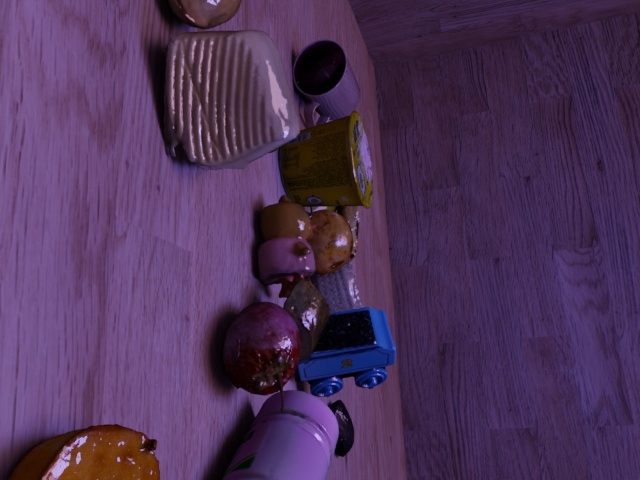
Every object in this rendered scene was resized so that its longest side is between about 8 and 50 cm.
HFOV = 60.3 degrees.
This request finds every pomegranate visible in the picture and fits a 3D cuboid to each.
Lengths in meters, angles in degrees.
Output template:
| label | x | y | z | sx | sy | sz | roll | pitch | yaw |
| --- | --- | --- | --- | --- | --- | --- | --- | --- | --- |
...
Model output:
| label | x | y | z | sx | sy | sz | roll | pitch | yaw |
| --- | --- | --- | --- | --- | --- | --- | --- | --- | --- |
| pomegranate | 0.000 | 0.000 | 1.781 | 0.215 | 0.215 | 0.216 | -7 | 90 | -74 |

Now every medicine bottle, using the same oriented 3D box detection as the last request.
| label | x | y | z | sx | sy | sz | roll | pitch | yaw |
| --- | --- | --- | --- | --- | --- | --- | --- | --- | --- |
| medicine bottle | -0.091 | 0.505 | 1.199 | 0.325 | 0.211 | 0.212 | -59 | 138 | -65 |

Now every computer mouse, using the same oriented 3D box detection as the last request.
| label | x | y | z | sx | sy | sz | roll | pitch | yaw |
| --- | --- | --- | --- | --- | --- | --- | --- | --- | --- |
| computer mouse | 0.078 | 0.671 | 1.954 | 0.122 | 0.073 | 0.217 | -66 | 144 | -60 |

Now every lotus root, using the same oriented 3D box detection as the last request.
| label | x | y | z | sx | sy | sz | roll | pitch | yaw |
| --- | --- | --- | --- | --- | --- | --- | --- | --- | --- |
| lotus root | -0.059 | 0.222 | 1.443 | 0.119 | 0.138 | 0.235 | -66 | 176 | -47 |

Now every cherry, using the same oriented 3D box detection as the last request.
| label | x | y | z | sx | sy | sz | roll | pitch | yaw |
| --- | --- | --- | --- | --- | --- | --- | --- | --- | --- |
| cherry | -0.130 | 0.234 | 1.254 | 0.250 | 0.175 | 0.192 | -92 | 177 | -58 |

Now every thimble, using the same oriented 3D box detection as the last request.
| label | x | y | z | sx | sy | sz | roll | pitch | yaw |
| --- | --- | --- | --- | --- | --- | --- | --- | --- | --- |
| thimble | 0.058 | 0.179 | 1.901 | 0.219 | 0.150 | 0.219 | -15 | 90 | -87 |

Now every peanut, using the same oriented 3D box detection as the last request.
| label | x | y | z | sx | sy | sz | roll | pitch | yaw |
| --- | --- | --- | --- | --- | --- | --- | --- | --- | --- |
| peanut | -0.244 | -0.601 | 1.258 | 0.174 | 0.158 | 0.340 | 98 | -3 | -64 |

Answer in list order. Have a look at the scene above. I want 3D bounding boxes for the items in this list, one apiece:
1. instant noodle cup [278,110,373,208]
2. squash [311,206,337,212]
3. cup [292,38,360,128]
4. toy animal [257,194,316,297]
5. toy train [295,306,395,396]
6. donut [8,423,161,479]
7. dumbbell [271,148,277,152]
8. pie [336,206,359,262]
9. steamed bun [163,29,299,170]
| label | x | y | z | sx | sy | sz | roll | pitch | yaw |
| --- | --- | --- | --- | --- | --- | --- | --- | --- | --- |
| instant noodle cup | 0.021 | -0.249 | 1.835 | 0.325 | 0.253 | 0.326 | -7 | 90 | -75 |
| squash | 0.026 | -0.128 | 2.105 | 0.192 | 0.085 | 0.184 | 59 | 28 | -51 |
| cup | 0.032 | -0.572 | 2.102 | 0.273 | 0.208 | 0.289 | 34 | 49 | -71 |
| toy animal | -0.093 | 0.010 | 1.522 | 0.168 | 0.195 | 0.282 | 16 | 66 | -29 |
| toy train | 0.062 | 0.335 | 1.660 | 0.265 | 0.300 | 0.188 | 84 | -5 | -50 |
| donut | -0.300 | 0.359 | 0.712 | 0.253 | 0.118 | 0.254 | -6 | 90 | -76 |
| dumbbell | -0.160 | -0.312 | 1.601 | 0.046 | 0.052 | 0.118 | -28 | 112 | -43 |
| pie | 0.104 | -0.073 | 2.228 | 0.339 | 0.083 | 0.340 | -177 | -90 | -89 |
| steamed bun | -0.193 | -0.310 | 1.215 | 0.272 | 0.273 | 0.291 | -98 | 180 | -72 |
